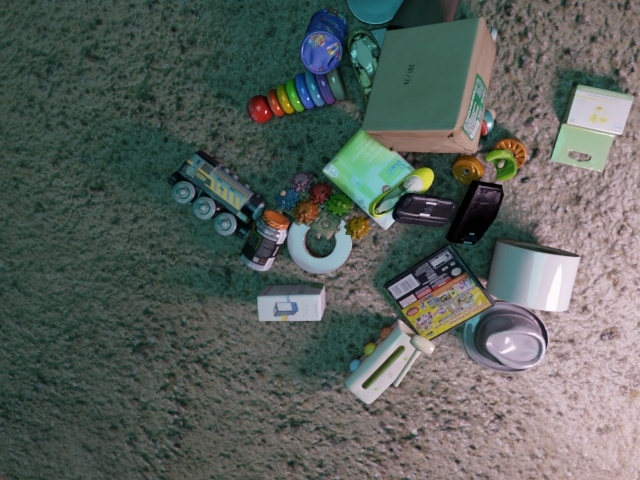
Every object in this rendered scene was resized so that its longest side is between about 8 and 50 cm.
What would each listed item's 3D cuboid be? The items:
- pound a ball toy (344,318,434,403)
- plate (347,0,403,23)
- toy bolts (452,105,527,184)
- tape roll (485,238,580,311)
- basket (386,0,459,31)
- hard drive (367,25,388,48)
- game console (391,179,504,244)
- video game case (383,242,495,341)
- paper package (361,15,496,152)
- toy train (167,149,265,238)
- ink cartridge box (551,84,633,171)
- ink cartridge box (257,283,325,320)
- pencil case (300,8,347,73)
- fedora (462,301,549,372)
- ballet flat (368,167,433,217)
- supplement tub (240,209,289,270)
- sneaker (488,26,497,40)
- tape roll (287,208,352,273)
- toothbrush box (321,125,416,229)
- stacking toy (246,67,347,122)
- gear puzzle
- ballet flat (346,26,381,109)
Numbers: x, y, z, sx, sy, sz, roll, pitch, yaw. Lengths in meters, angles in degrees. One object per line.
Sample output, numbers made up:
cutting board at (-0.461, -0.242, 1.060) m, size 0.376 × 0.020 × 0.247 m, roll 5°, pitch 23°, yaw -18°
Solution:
pound a ball toy at (0.216, 0.392, 1.646) m, size 0.136 × 0.208 × 0.319 m, roll 41°, pitch 102°, yaw 0°
plate at (0.178, -0.784, 1.576) m, size 0.188 × 0.024 × 0.188 m, roll 1°, pitch 99°, yaw 6°
toy bolts at (0.519, -0.308, 1.571) m, size 0.218 × 0.158 × 0.228 m, roll -17°, pitch 110°, yaw 49°
tape roll at (0.651, 0.102, 1.530) m, size 0.246 × 0.246 × 0.169 m, roll 11°, pitch 99°, yaw 6°
basket at (0.335, -0.708, 1.505) m, size 0.205 × 0.154 × 0.226 m, roll 22°, pitch 95°, yaw -24°
hard drive at (0.186, -0.636, 1.597) m, size 0.135 × 0.022 × 0.094 m, roll -7°, pitch 97°, yaw 9°
game console at (0.396, -0.096, 1.533) m, size 0.362 × 0.044 × 0.213 m, roll 6°, pitch 120°, yaw -23°
video game case at (0.390, 0.180, 1.647) m, size 0.275 × 0.035 × 0.248 m, roll -37°, pitch 92°, yaw 26°
paper package at (0.307, -0.427, 1.397) m, size 0.310 × 0.168 × 0.324 m, roll 9°, pitch 82°, yaw 39°
toy train at (-0.351, -0.154, 1.684) m, size 0.334 × 0.142 × 0.190 m, roll 37°, pitch 91°, yaw 1°
ink cartridge box at (0.840, -0.347, 1.539) m, size 0.171 × 0.056 × 0.234 m, roll 14°, pitch 98°, yaw 5°
ink cartridge box at (-0.096, 0.208, 1.687) m, size 0.213 × 0.154 × 0.093 m, roll 0°, pitch 100°, yaw 6°
pencil case at (0.016, -0.604, 1.491) m, size 0.133 × 0.306 × 0.119 m, roll 30°, pitch 124°, yaw -16°
fedora at (0.618, 0.334, 1.628) m, size 0.276 × 0.124 × 0.243 m, roll 17°, pitch 99°, yaw 5°
ballet flat at (0.248, -0.140, 1.510) m, size 0.231 × 0.077 × 0.077 m, roll -34°, pitch 93°, yaw 9°
supplement tub at (-0.185, -0.001, 1.670) m, size 0.117 × 0.117 × 0.190 m, roll 31°, pitch 115°, yaw 2°
sneaker at (0.414, -0.524, 1.531) m, size 0.128 × 0.126 × 0.321 m, roll 28°, pitch 102°, yaw -3°
tape roll at (0.000, 0.000, 1.687) m, size 0.220 × 0.072 × 0.219 m, roll 1°, pitch 99°, yaw 8°
toothbrush box at (0.178, -0.207, 1.610) m, size 0.283 × 0.122 × 0.206 m, roll 43°, pitch 101°, yaw -2°
stacking toy at (-0.089, -0.473, 1.608) m, size 0.331 × 0.141 × 0.141 m, roll -15°, pitch 96°, yaw 14°
gear puzzle at (0.009, -0.101, 1.610) m, size 0.339 × 0.044 × 0.175 m, roll 33°, pitch 77°, yaw 19°
ballet flat at (0.171, -0.500, 1.557) m, size 0.123 × 0.123 × 0.348 m, roll -22°, pitch 101°, yaw 10°
